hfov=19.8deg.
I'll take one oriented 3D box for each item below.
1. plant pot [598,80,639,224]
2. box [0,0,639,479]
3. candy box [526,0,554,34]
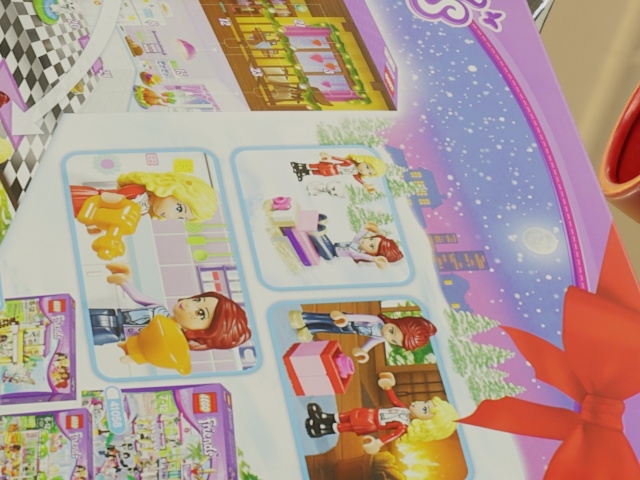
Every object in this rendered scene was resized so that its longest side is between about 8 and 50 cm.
[{"bbox_3d":[0.303,-0.062,1.199,0.174,0.191,0.191,32,-50,-11],"label":"plant pot"},{"bbox_3d":[-0.036,-0.023,0.488,0.201,0.293,0.057,-2,-41,-14],"label":"box"},{"bbox_3d":[0.000,0.000,0.727,0.071,0.159,0.233,32,-43,10],"label":"candy box"}]
